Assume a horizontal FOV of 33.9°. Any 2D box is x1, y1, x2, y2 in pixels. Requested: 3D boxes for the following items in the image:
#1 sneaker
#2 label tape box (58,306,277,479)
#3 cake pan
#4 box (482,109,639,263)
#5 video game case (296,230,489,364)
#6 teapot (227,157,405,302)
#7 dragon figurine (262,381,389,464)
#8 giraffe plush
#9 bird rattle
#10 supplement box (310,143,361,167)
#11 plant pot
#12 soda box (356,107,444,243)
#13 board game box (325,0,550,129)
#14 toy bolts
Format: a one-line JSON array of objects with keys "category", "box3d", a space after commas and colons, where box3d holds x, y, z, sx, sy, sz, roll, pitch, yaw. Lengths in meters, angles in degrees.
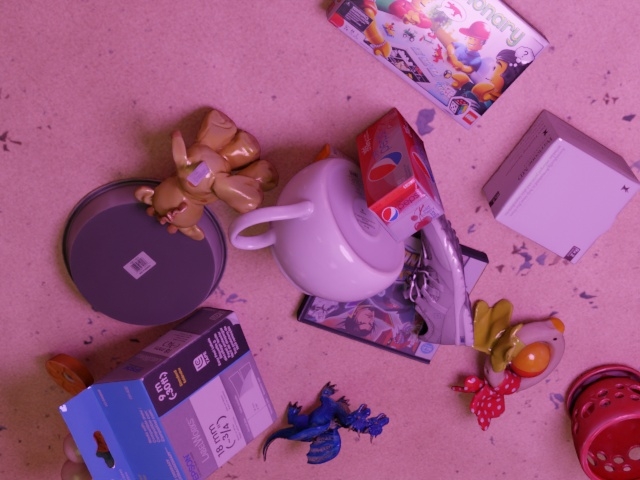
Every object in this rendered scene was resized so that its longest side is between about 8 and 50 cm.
[{"category": "sneaker", "box3d": [0.196, 0.075, 1.831, 0.115, 0.105, 0.281, -9, 117, 9]}, {"category": "label tape box", "box3d": [-0.256, 0.305, 1.848, 0.333, 0.106, 0.241, -35, 116, -35]}, {"category": "cake pan", "box3d": [-0.310, 0.032, 1.847, 0.293, 0.054, 0.293, -1, 120, -2]}, {"category": "box", "box3d": [0.405, -0.089, 1.779, 0.182, 0.119, 0.181, 28, 115, -18]}, {"category": "video game case", "box3d": [0.130, 0.086, 1.913, 0.274, 0.035, 0.248, 19, 117, -14]}, {"category": "teapot", "box3d": [0.000, 0.000, 1.707, 0.187, 0.252, 0.256, -28, 107, 29]}, {"category": "dragon figurine", "box3d": [-0.009, 0.366, 2.005, 0.289, 0.144, 0.085, -29, 117, 13]}, {"category": "giraffe plush", "box3d": [-0.199, -0.086, 1.720, 0.170, 0.210, 0.181, -40, 82, 37]}, {"category": "bird rattle", "box3d": [0.365, 0.236, 1.967, 0.207, 0.143, 0.254, -13, 124, -14]}, {"category": "supplement box", "box3d": [0.034, -0.112, 1.792, 0.098, 0.036, 0.062, 31, 114, -19]}, {"category": "plant pot", "box3d": [0.569, 0.350, 2.011, 0.191, 0.174, 0.191, -1, 119, -3]}, {"category": "soda box", "box3d": [0.122, -0.109, 1.667, 0.092, 0.263, 0.083, -35, 116, 16]}, {"category": "board game box", "box3d": [0.186, -0.336, 1.660, 0.305, 0.053, 0.193, 34, 113, -20]}, {"category": "toy bolts", "box3d": [-0.446, 0.346, 1.932, 0.218, 0.158, 0.228, 24, 143, 19]}]
